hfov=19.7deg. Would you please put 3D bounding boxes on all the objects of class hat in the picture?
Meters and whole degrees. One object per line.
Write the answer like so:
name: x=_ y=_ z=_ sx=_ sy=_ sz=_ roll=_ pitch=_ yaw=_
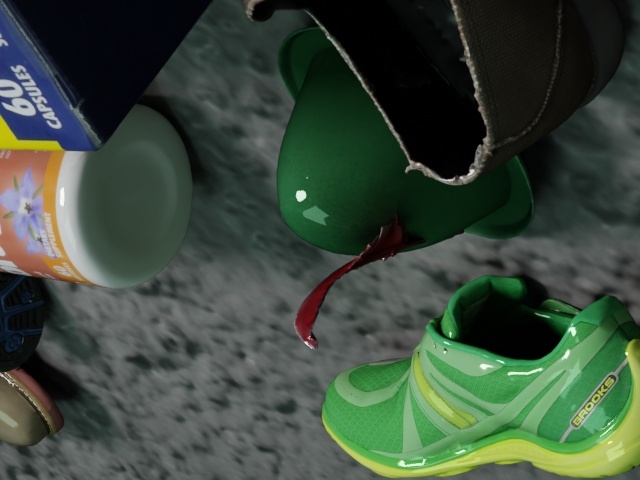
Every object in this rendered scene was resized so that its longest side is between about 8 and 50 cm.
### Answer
hat: x=0.000 y=0.000 z=1.014 sx=0.173 sy=0.183 sz=0.208 roll=25 pitch=158 yaw=26

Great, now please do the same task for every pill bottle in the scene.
pill bottle: x=-0.201 y=-0.037 z=1.236 sx=0.216 sy=0.121 sz=0.121 roll=6 pitch=140 yaw=37

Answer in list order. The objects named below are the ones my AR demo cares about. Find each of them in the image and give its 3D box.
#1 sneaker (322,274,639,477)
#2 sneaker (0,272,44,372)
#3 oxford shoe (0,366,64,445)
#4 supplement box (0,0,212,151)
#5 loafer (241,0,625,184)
sneaker: x=0.107 y=0.080 z=1.168 sx=0.295 sy=0.109 sz=0.123 roll=-10 pitch=106 yaw=51
sneaker: x=-0.291 y=0.018 z=1.455 sx=0.081 sy=0.080 sz=0.211 roll=23 pitch=150 yaw=50
oxford shoe: x=-0.388 y=0.129 z=1.628 sx=0.348 sy=0.130 sz=0.123 roll=17 pitch=146 yaw=25
supplement box: x=-0.237 y=-0.182 z=0.992 sx=0.357 sy=0.195 sz=0.194 roll=3 pitch=138 yaw=40
loafer: x=0.008 y=-0.168 z=0.853 sx=0.366 sy=0.130 sz=0.134 roll=46 pitch=146 yaw=-22
